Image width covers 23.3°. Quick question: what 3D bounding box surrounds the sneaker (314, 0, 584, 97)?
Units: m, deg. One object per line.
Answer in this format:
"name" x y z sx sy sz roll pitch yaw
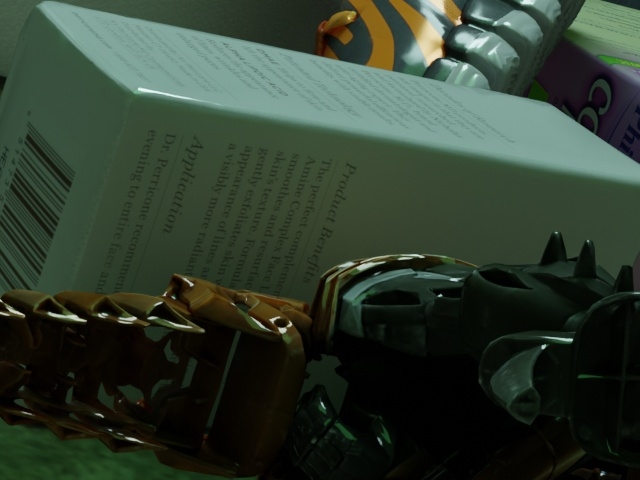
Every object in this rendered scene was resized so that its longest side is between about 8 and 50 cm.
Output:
"sneaker" 0.020 -0.119 0.735 0.180 0.124 0.321 30 52 8

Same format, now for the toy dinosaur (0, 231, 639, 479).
"toy dinosaur" 0.040 0.070 0.424 0.322 0.164 0.218 -7 14 -21

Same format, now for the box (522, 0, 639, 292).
"box" 0.180 -0.056 0.898 0.214 0.117 0.243 8 22 -34

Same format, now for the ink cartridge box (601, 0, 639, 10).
"ink cartridge box" 0.209 -0.196 1.245 0.333 0.165 0.065 22 18 6

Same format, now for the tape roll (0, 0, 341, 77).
"tape roll" -0.150 -0.215 0.909 0.392 0.072 0.392 10 33 -7

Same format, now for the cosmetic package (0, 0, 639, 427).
"cosmetic package" 0.000 0.000 0.548 0.231 0.117 0.085 8 24 -37
